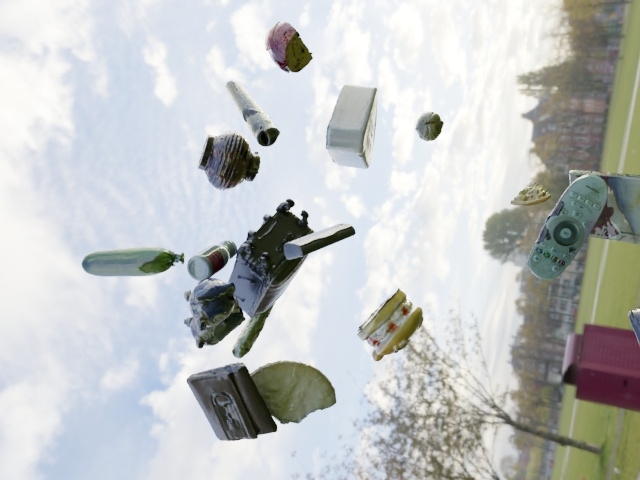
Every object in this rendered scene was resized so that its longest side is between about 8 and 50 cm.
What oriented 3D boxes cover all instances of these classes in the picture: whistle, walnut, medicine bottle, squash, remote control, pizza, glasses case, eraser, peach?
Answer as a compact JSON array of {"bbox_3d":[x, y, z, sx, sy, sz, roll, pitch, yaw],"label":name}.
[{"bbox_3d":[-0.199,-0.371,1.560,0.067,0.326,0.057,4,-55,-31],"label":"whistle"},{"bbox_3d":[0.310,-0.325,1.553,0.092,0.092,0.092,-32,-54,-58],"label":"walnut"},{"bbox_3d":[-0.353,0.060,1.811,0.216,0.090,0.091,-43,-43,-65],"label":"medicine bottle"},{"bbox_3d":[-0.610,0.070,1.774,0.101,0.378,0.102,-6,-90,-74],"label":"squash"},{"bbox_3d":[0.551,-0.029,1.220,0.256,0.097,0.045,-59,-9,6],"label":"remote control"},{"bbox_3d":[0.659,-0.154,1.716,0.026,0.122,0.109,58,-146,-40],"label":"pizza"},{"bbox_3d":[-0.001,0.000,1.331,0.190,0.072,0.042,-21,-78,-43],"label":"glasses case"},{"bbox_3d":[0.121,-0.411,2.084,0.331,0.149,0.332,11,-90,-77],"label":"eraser"},{"bbox_3d":[-0.089,-0.497,1.415,0.092,0.127,0.172,-44,9,8],"label":"peach"}]

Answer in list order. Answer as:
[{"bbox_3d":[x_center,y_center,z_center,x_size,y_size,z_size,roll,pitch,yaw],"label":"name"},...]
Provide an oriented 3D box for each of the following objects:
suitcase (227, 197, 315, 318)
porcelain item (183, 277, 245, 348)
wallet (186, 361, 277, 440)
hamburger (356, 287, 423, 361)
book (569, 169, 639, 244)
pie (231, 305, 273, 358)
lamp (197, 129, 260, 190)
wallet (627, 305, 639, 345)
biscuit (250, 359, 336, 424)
[{"bbox_3d":[-0.172,0.075,1.846,0.283,0.194,0.434,-50,-3,-33],"label":"suitcase"},{"bbox_3d":[-0.319,0.224,1.695,0.186,0.138,0.288,-19,-33,-25],"label":"porcelain item"},{"bbox_3d":[-0.233,0.427,1.425,0.049,0.181,0.229,-72,-35,-62],"label":"wallet"},{"bbox_3d":[0.274,0.351,2.167,0.303,0.186,0.261,-47,-8,27],"label":"hamburger"},{"bbox_3d":[0.742,-0.072,1.288,0.026,0.289,0.201,-48,-48,-33],"label":"book"},{"bbox_3d":[-0.255,0.325,2.158,0.306,0.071,0.306,-60,5,10],"label":"pie"},{"bbox_3d":[-0.348,-0.305,2.093,0.247,0.246,0.247,-32,-54,-58],"label":"lamp"},{"bbox_3d":[0.566,0.179,0.911,0.250,0.044,0.149,11,-121,-55],"label":"wallet"},{"bbox_3d":[-0.084,0.419,1.488,0.040,0.265,0.188,-127,46,-79],"label":"biscuit"}]
